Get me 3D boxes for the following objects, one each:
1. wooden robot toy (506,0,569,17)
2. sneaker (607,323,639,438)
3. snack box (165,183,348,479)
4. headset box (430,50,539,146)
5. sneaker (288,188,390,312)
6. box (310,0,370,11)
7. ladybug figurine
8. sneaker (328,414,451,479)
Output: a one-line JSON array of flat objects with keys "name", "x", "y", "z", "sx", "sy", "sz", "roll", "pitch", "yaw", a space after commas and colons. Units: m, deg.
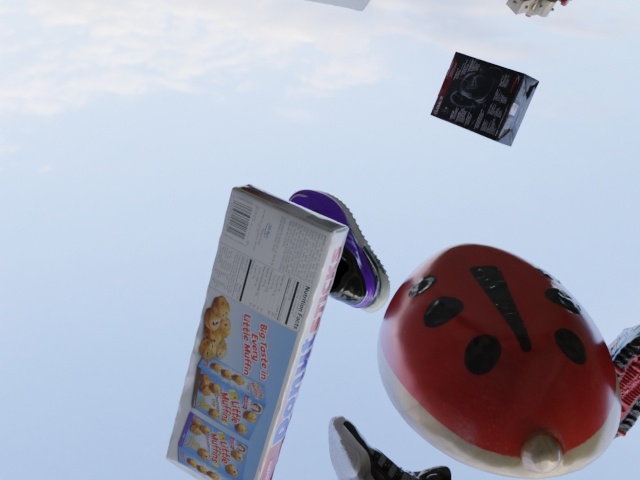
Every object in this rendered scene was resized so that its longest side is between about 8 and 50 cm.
[{"name": "wooden robot toy", "x": 0.356, "y": -0.385, "z": 1.195, "sx": 0.076, "sy": 0.079, "sz": 0.173, "roll": 41, "pitch": -126, "yaw": 11}, {"name": "sneaker", "x": 0.440, "y": 0.188, "z": 1.048, "sx": 0.104, "sy": 0.262, "sz": 0.125, "roll": 44, "pitch": -128, "yaw": 11}, {"name": "snack box", "x": -0.040, "y": 0.063, "z": 0.414, "sx": 0.064, "sy": 0.178, "sz": 0.022, "roll": 24, "pitch": -159, "yaw": 21}, {"name": "headset box", "x": 0.142, "y": -0.128, "z": 0.662, "sx": 0.083, "sy": 0.062, "sz": 0.032, "roll": 31, "pitch": -164, "yaw": 39}, {"name": "sneaker", "x": 0.001, "y": 0.000, "z": 1.311, "sx": 0.146, "sy": 0.102, "sz": 0.293, "roll": 12, "pitch": -148, "yaw": -47}, {"name": "box", "x": -0.011, "y": -0.440, "z": 1.058, "sx": 0.181, "sy": 0.119, "sz": 0.182, "roll": -6, "pitch": -122, "yaw": -41}, {"name": "ladybug figurine", "x": 0.229, "y": 0.130, "z": 0.985, "sx": 0.305, "sy": 0.162, "sz": 0.449, "roll": -5, "pitch": -157, "yaw": -5}, {"name": "sneaker", "x": 0.124, "y": 0.395, "z": 1.238, "sx": 0.153, "sy": 0.101, "sz": 0.269, "roll": -14, "pitch": -131, "yaw": -24}]
